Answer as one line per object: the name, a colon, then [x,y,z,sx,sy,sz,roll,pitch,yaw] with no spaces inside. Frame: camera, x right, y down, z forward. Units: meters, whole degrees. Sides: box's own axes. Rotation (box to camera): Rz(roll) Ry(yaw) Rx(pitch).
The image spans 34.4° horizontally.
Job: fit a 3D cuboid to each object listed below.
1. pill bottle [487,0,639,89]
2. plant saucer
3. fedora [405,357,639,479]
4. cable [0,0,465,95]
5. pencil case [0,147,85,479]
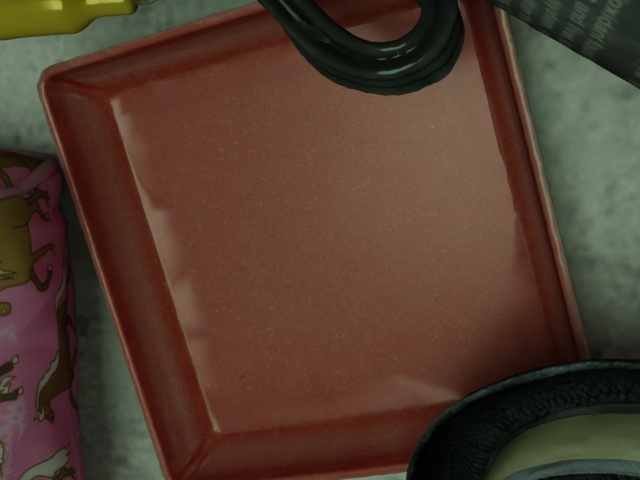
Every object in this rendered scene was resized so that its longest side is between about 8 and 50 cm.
pill bottle: [0.135,-0.164,0.377,0.361,0.204,0.204,33,113,9]
plant saucer: [0.000,0.000,0.558,0.258,0.048,0.259,-12,102,22]
fedora: [0.165,0.215,0.453,0.334,0.152,0.334,17,133,20]
cable: [-0.056,-0.144,0.514,0.287,0.072,0.139,16,70,17]
pencil case: [-0.220,0.127,0.613,0.167,0.160,0.386,3,107,5]
